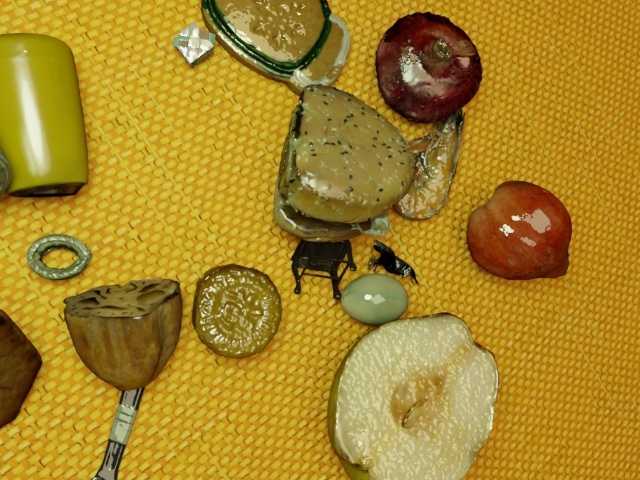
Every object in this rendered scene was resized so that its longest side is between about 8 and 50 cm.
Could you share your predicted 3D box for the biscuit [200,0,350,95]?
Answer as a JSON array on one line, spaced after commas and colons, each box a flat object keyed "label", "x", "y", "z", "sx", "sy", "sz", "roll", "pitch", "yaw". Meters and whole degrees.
[{"label": "biscuit", "x": -0.081, "y": -0.491, "z": 1.284, "sx": 0.343, "sy": 0.057, "sz": 0.287, "roll": 32, "pitch": 76, "yaw": -16}]

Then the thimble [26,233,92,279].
[{"label": "thimble", "x": -0.482, "y": 0.031, "z": 1.091, "sx": 0.110, "sy": 0.062, "sz": 0.084, "roll": -7, "pitch": 87, "yaw": -21}]

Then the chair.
[{"label": "chair", "x": 0.000, "y": 0.000, "z": 1.270, "sx": 0.106, "sy": 0.113, "sz": 0.229, "roll": 11, "pitch": 44, "yaw": -19}]

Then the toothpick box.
[{"label": "toothpick box", "x": -0.509, "y": -0.209, "z": 1.044, "sx": 0.175, "sy": 0.175, "sz": 0.271, "roll": -11, "pitch": 92, "yaw": -21}]

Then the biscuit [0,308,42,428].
[{"label": "biscuit", "x": -0.625, "y": 0.238, "z": 0.920, "sx": 0.359, "sy": 0.359, "sz": 0.046, "roll": -33, "pitch": 54, "yaw": -20}]

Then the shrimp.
[{"label": "shrimp", "x": 0.249, "y": -0.197, "z": 1.383, "sx": 0.164, "sy": 0.062, "sz": 0.317, "roll": 25, "pitch": 80, "yaw": -14}]

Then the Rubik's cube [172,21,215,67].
[{"label": "Rubik's cube", "x": -0.259, "y": -0.405, "z": 1.201, "sx": 0.084, "sy": 0.075, "sz": 0.073, "roll": -43, "pitch": 101, "yaw": -19}]

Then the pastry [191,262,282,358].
[{"label": "pastry", "x": -0.168, "y": 0.138, "z": 1.177, "sx": 0.188, "sy": 0.103, "sz": 0.189, "roll": 2, "pitch": 84, "yaw": -21}]

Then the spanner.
[{"label": "spanner", "x": -0.390, "y": 0.377, "z": 1.120, "sx": 0.087, "sy": 0.024, "sz": 0.316, "roll": 16, "pitch": 80, "yaw": -14}]

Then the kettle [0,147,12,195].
[{"label": "kettle", "x": -0.723, "y": -0.203, "z": 0.895, "sx": 0.361, "sy": 0.250, "sz": 0.377, "roll": -26, "pitch": 78, "yaw": -14}]

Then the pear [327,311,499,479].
[{"label": "pear", "x": 0.173, "y": 0.337, "z": 1.241, "sx": 0.386, "sy": 0.191, "sz": 0.340, "roll": -38, "pitch": 90, "yaw": -23}]

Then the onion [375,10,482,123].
[{"label": "onion", "x": 0.247, "y": -0.389, "z": 1.313, "sx": 0.252, "sy": 0.219, "sz": 0.252, "roll": 1, "pitch": 84, "yaw": -11}]

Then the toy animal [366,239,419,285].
[{"label": "toy animal", "x": 0.157, "y": 0.048, "z": 1.307, "sx": 0.220, "sy": 0.108, "sz": 0.062, "roll": 37, "pitch": 70, "yaw": -46}]

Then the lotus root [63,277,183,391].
[{"label": "lotus root", "x": -0.350, "y": 0.174, "z": 1.092, "sx": 0.188, "sy": 0.199, "sz": 0.180, "roll": 1, "pitch": 110, "yaw": 17}]

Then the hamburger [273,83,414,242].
[{"label": "hamburger", "x": 0.044, "y": -0.148, "z": 1.206, "sx": 0.276, "sy": 0.195, "sz": 0.318, "roll": 13, "pitch": 56, "yaw": -17}]

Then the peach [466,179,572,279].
[{"label": "peach", "x": 0.471, "y": -0.006, "z": 1.364, "sx": 0.232, "sy": 0.232, "sz": 0.257, "roll": -39, "pitch": 83, "yaw": -19}]

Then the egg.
[{"label": "egg", "x": 0.117, "y": 0.128, "z": 1.278, "sx": 0.152, "sy": 0.114, "sz": 0.114, "roll": 4, "pitch": 84, "yaw": -21}]
